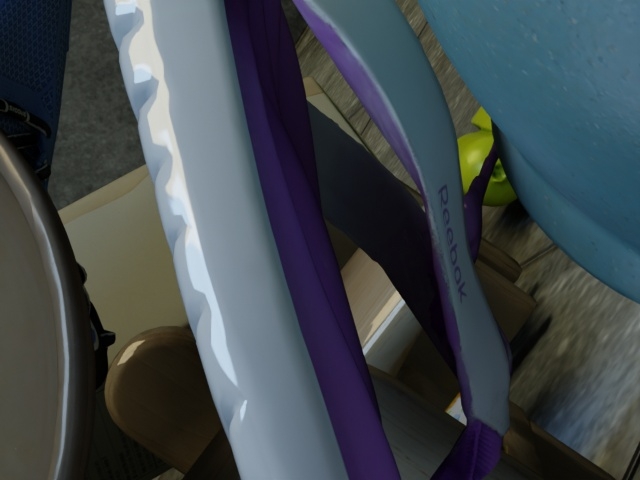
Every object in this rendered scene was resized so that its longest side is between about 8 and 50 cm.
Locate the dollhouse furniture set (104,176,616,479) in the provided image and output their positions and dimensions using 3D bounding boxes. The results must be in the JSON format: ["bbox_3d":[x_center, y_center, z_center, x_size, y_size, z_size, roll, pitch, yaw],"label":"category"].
[{"bbox_3d":[0.000,0.000,0.844,0.394,0.256,0.362,-53,11,12],"label":"dollhouse furniture set"}]

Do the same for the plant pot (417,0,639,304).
[{"bbox_3d":[0.140,-0.095,0.517,0.293,0.293,0.196,-64,-14,-44],"label":"plant pot"}]

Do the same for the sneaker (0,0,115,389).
[{"bbox_3d":[-0.151,0.011,0.920,0.147,0.130,0.330,6,87,35],"label":"sneaker"}]

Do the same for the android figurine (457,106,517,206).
[{"bbox_3d":[0.160,-0.122,1.140,0.248,0.056,0.273,-55,7,4],"label":"android figurine"}]

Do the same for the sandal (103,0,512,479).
[{"bbox_3d":[0.004,-0.035,0.595,0.102,0.416,0.169,-16,-18,4],"label":"sandal"}]

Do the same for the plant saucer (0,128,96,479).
[{"bbox_3d":[-0.195,0.066,0.840,0.278,0.278,0.041,-53,-30,19],"label":"plant saucer"}]

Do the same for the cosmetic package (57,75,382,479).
[{"bbox_3d":[-0.103,0.052,1.149,0.309,0.113,0.160,-28,-28,-14],"label":"cosmetic package"}]
